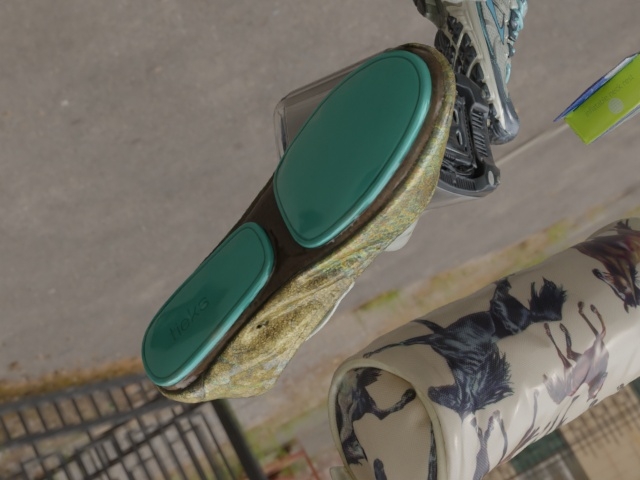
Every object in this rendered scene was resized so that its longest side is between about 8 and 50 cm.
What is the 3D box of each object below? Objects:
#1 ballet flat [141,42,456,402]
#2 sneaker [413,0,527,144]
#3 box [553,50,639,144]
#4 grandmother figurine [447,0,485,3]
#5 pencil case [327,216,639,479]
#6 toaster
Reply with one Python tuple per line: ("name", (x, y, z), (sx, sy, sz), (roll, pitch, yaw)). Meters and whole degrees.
("ballet flat", (0.000, 0.000, 0.837), (0.348, 0.123, 0.123), (-48, 158, 26))
("sneaker", (0.197, -0.251, 1.324), (0.122, 0.283, 0.110), (-12, 167, -15))
("box", (0.312, -0.156, 1.094), (0.178, 0.042, 0.109), (-31, 170, -43))
("grandmother figurine", (0.006, -0.283, 0.868), (0.208, 0.342, 0.104), (-62, -176, 16))
("pencil case", (0.188, 0.118, 1.079), (0.410, 0.160, 0.183), (-23, 146, -36))
("toaster", (0.058, -0.092, 1.051), (0.146, 0.129, 0.227), (-17, 166, 31))
